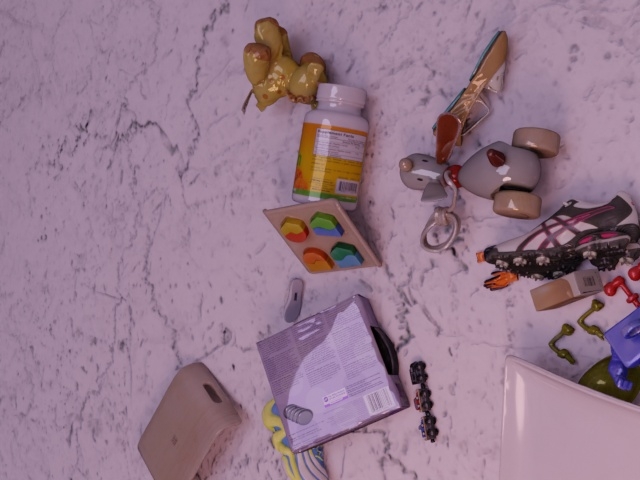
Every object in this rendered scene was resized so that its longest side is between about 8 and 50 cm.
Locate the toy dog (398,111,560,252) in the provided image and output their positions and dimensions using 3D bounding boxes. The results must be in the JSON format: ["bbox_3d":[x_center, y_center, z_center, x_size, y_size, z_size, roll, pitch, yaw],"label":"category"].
[{"bbox_3d":[0.257,-0.126,1.558,0.333,0.161,0.220,-21,60,39],"label":"toy dog"}]

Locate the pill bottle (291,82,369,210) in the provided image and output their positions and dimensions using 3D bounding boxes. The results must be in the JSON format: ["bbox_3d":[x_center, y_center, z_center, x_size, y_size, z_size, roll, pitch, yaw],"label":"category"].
[{"bbox_3d":[0.026,-0.191,1.784,0.136,0.136,0.246,12,95,38],"label":"pill bottle"}]

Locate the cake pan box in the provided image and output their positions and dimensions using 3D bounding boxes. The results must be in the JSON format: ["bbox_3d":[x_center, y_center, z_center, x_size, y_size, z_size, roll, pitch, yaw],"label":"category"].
[{"bbox_3d":[0.024,0.269,1.763,0.267,0.070,0.246,-28,71,16],"label":"cake pan box"}]

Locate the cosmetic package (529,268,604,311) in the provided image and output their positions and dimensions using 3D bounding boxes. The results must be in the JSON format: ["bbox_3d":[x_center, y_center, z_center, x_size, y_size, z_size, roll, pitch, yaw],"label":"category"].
[{"bbox_3d":[0.419,0.085,1.485,0.115,0.060,0.041,-38,62,59],"label":"cosmetic package"}]

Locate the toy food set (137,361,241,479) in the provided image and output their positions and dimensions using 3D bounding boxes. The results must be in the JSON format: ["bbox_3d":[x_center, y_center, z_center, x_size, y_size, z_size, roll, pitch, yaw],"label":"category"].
[{"bbox_3d":[-0.307,0.470,2.052,0.220,0.092,0.306,47,114,43],"label":"toy food set"}]

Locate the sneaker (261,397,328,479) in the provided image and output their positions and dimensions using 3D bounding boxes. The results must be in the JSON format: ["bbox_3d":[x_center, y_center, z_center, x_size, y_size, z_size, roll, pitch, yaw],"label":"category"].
[{"bbox_3d":[-0.034,0.414,1.827,0.126,0.091,0.240,-51,59,24],"label":"sneaker"}]

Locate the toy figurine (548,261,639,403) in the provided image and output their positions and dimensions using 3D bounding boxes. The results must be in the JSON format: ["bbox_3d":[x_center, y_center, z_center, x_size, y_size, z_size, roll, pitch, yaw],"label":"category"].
[{"bbox_3d":[0.483,0.134,1.359,0.362,0.217,0.191,-43,63,27],"label":"toy figurine"}]

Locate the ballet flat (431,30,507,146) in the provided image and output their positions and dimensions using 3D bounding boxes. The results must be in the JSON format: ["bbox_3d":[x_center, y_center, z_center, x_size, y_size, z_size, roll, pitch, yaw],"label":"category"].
[{"bbox_3d":[0.298,-0.279,1.630,0.073,0.080,0.232,35,114,4],"label":"ballet flat"}]

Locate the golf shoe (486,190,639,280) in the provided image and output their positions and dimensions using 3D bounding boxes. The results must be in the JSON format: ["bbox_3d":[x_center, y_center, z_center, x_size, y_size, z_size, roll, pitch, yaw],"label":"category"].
[{"bbox_3d":[0.420,-0.003,1.509,0.273,0.105,0.120,-11,59,37],"label":"golf shoe"}]

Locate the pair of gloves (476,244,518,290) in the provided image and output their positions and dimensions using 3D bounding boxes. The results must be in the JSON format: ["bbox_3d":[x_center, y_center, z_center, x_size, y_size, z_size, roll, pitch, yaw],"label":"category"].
[{"bbox_3d":[0.328,0.049,1.615,0.074,0.010,0.083,-22,72,37],"label":"pair of gloves"}]

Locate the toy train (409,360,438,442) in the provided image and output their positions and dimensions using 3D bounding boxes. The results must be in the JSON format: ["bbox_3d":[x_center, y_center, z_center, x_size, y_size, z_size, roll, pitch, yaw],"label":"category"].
[{"bbox_3d":[0.198,0.314,1.691,0.036,0.027,0.158,-19,76,39],"label":"toy train"}]

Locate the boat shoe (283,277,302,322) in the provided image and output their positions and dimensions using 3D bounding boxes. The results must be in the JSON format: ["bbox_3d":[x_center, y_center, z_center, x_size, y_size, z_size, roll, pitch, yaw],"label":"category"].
[{"bbox_3d":[-0.064,0.129,1.906,0.035,0.035,0.100,-154,71,-64],"label":"boat shoe"}]

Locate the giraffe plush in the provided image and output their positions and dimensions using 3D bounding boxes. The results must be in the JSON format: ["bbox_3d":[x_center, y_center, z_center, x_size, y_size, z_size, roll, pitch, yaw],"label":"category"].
[{"bbox_3d":[-0.061,-0.355,1.861,0.170,0.181,0.210,10,83,17],"label":"giraffe plush"}]

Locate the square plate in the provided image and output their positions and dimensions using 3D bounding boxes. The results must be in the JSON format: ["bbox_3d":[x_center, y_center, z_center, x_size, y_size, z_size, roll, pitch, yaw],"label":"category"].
[{"bbox_3d":[0.432,0.392,1.417,0.344,0.049,0.347,18,113,52],"label":"square plate"}]

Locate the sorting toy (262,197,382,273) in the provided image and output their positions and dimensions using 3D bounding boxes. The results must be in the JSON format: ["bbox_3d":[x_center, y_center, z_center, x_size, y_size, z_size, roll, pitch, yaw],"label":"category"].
[{"bbox_3d":[0.000,0.000,1.777,0.208,0.193,0.038,-5,44,40],"label":"sorting toy"}]
